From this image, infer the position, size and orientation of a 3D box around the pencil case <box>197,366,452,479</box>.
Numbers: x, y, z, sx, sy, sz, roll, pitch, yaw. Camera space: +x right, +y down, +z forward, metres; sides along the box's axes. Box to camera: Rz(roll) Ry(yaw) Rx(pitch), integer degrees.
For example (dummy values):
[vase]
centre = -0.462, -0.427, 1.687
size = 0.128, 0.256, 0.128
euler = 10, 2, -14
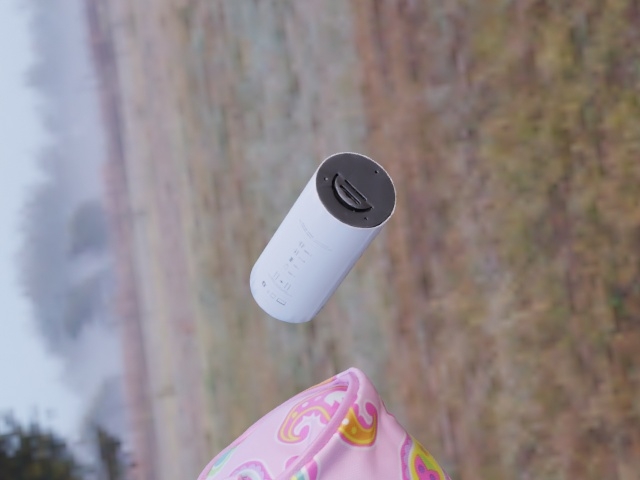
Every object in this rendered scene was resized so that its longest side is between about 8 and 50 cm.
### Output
[pencil case]
centre = 0.059, 0.204, 1.019
size = 0.284, 0.124, 0.124
euler = 52, -174, -13

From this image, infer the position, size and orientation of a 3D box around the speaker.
[speaker]
centre = 0.000, 0.000, 1.218
size = 0.136, 0.055, 0.055
euler = 124, 143, -55
